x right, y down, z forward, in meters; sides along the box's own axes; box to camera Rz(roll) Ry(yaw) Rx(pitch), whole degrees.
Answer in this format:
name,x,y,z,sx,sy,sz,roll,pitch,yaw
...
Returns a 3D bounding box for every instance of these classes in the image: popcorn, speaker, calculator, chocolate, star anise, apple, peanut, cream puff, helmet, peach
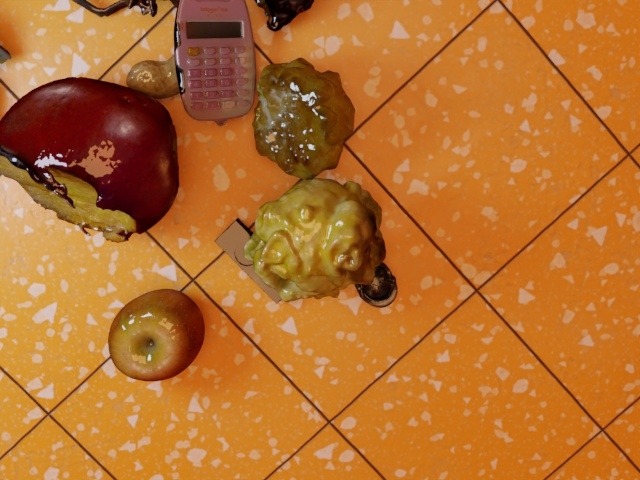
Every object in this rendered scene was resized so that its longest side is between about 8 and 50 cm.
name,x,y,z,sx,sy,sz,roll,pitch,yaw
popcorn,-0.012,0.004,1.788,0.312,0.312,0.313,0,98,-2
speaker,-0.152,0.049,1.912,0.082,0.044,0.218,-43,97,4
calculator,-0.237,-0.406,1.768,0.194,0.043,0.294,-10,105,-32
chocolate,-0.105,-0.564,1.772,0.206,0.224,0.177,22,120,-6
star anise,-0.419,-0.591,1.771,0.346,0.148,0.238,-11,76,2
apple,-0.386,0.221,1.869,0.234,0.173,0.211,-15,103,9
peanut,-0.333,-0.387,1.815,0.229,0.098,0.103,-19,129,-1
cream puff,-0.034,-0.286,1.818,0.281,0.185,0.282,16,119,32
helmet,0.132,0.098,1.917,0.098,0.070,0.123,-29,105,8
peach,-0.518,-0.177,1.734,0.416,0.339,0.353,-9,61,0

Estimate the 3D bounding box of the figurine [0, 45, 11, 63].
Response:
name,x,y,z,sx,sy,sz,roll,pitch,yaw
figurine,-0.880,-0.391,1.765,0.342,0.167,0.285,39,87,14
